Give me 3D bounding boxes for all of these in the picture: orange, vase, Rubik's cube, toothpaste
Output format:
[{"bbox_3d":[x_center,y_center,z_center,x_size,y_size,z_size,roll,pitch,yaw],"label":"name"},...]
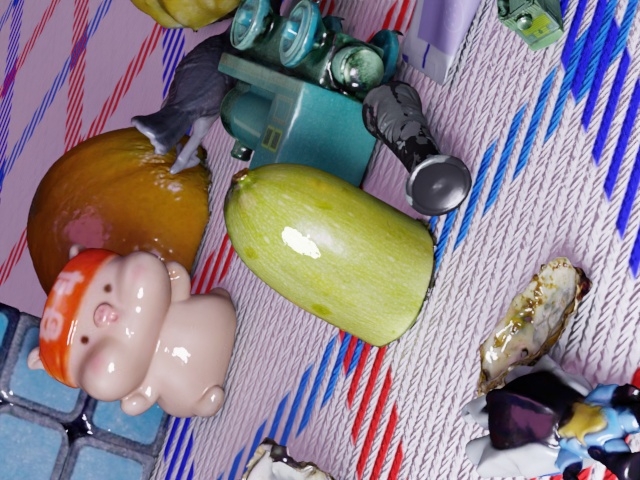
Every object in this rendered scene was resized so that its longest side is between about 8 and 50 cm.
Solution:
[{"bbox_3d":[-0.235,-0.011,2.012,0.274,0.274,0.310,-55,-5,27],"label":"orange"},{"bbox_3d":[0.081,-0.081,1.422,0.059,0.059,0.167,-59,24,18],"label":"vase"},{"bbox_3d":[-0.373,0.244,1.808,0.303,0.305,0.301,-19,53,63],"label":"Rubik's cube"},{"bbox_3d":[0.153,-0.326,1.480,0.371,0.080,0.125,-68,21,10],"label":"toothpaste"}]

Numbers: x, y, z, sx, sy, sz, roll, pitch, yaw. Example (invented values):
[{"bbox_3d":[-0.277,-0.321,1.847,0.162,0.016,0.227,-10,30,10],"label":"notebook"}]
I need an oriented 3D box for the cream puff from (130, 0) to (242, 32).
[{"bbox_3d":[-0.109,-0.400,1.791,0.323,0.270,0.274,-46,16,-26],"label":"cream puff"}]

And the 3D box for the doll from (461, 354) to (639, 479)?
[{"bbox_3d":[0.151,0.120,1.070,0.096,0.070,0.195,-57,27,-17],"label":"doll"}]

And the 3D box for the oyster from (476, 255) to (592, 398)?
[{"bbox_3d":[0.149,0.068,1.173,0.132,0.029,0.086,-43,26,50],"label":"oyster"}]

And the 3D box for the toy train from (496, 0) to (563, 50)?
[{"bbox_3d":[0.170,-0.201,1.340,0.038,0.056,0.093,-30,40,29],"label":"toy train"}]

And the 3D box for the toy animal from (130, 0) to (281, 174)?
[{"bbox_3d":[-0.140,-0.162,1.865,0.367,0.081,0.206,-54,-2,-44],"label":"toy animal"}]

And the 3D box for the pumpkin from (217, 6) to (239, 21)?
[{"bbox_3d":[-0.155,-0.387,2.123,0.280,0.139,0.190,1,70,64],"label":"pumpkin"}]

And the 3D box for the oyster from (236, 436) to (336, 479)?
[{"bbox_3d":[-0.037,0.274,1.322,0.214,0.083,0.223,-47,35,46],"label":"oyster"}]

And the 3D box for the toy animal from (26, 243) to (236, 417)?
[{"bbox_3d":[-0.187,0.091,1.667,0.171,0.197,0.171,-53,26,41],"label":"toy animal"}]

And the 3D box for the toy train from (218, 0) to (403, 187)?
[{"bbox_3d":[-0.027,-0.146,1.649,0.194,0.120,0.298,-70,22,6],"label":"toy train"}]

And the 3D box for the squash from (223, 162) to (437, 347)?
[{"bbox_3d":[0.000,0.000,1.372,0.123,0.186,0.123,-43,30,32],"label":"squash"}]
